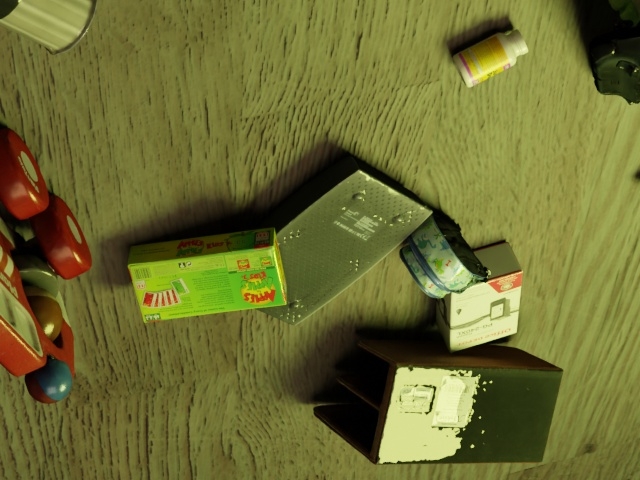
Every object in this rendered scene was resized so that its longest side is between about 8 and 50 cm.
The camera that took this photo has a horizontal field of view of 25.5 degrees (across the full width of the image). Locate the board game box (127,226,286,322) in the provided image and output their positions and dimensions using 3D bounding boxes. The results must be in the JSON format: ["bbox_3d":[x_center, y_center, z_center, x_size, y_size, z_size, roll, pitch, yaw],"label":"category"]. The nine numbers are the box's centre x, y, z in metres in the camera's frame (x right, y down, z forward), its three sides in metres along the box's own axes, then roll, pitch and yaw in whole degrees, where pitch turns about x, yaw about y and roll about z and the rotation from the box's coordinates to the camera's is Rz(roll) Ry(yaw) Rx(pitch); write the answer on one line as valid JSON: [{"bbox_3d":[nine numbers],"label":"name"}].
[{"bbox_3d":[-0.139,0.043,1.756,0.181,0.043,0.092,-7,126,5],"label":"board game box"}]

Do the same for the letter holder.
[{"bbox_3d":[0.168,0.225,2.117,0.302,0.214,0.152,5,102,-30],"label":"letter holder"}]

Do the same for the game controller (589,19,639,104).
[{"bbox_3d":[0.398,-0.213,1.638,0.166,0.067,0.319,-16,176,11],"label":"game controller"}]

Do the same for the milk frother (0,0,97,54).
[{"bbox_3d":[-0.261,-0.243,1.315,0.135,0.143,0.129,22,103,-45],"label":"milk frother"}]

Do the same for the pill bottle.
[{"bbox_3d":[0.201,-0.217,1.674,0.083,0.043,0.043,-27,142,5],"label":"pill bottle"}]

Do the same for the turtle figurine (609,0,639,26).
[{"bbox_3d":[0.398,-0.336,1.481,0.266,0.274,0.198,-32,137,32],"label":"turtle figurine"}]

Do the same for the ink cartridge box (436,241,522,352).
[{"bbox_3d":[0.225,0.083,2.023,0.109,0.063,0.150,-16,141,-9],"label":"ink cartridge box"}]

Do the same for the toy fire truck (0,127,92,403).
[{"bbox_3d":[-0.349,0.047,1.539,0.169,0.254,0.302,-24,142,2],"label":"toy fire truck"}]

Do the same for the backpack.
[{"bbox_3d":[0.157,0.024,1.869,0.084,0.105,0.114,-36,163,12],"label":"backpack"}]

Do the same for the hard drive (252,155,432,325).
[{"bbox_3d":[0.000,0.000,1.820,0.255,0.054,0.172,-41,138,22],"label":"hard drive"}]
